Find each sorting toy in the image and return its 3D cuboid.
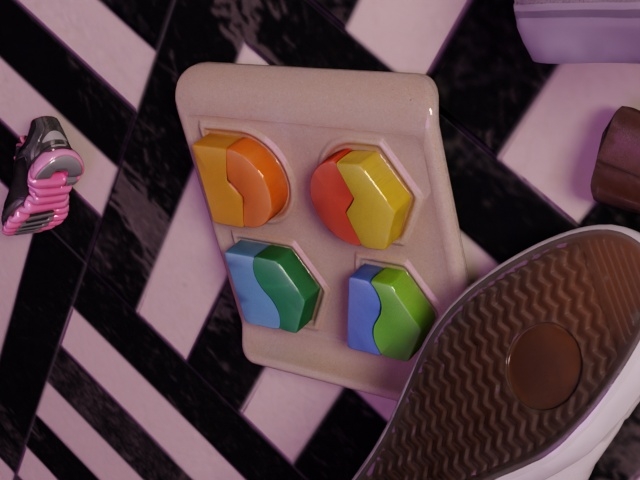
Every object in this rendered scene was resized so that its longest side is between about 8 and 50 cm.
[{"bbox_3d":[0.000,0.000,0.719,0.193,0.038,0.208,10,121,38],"label":"sorting toy"}]

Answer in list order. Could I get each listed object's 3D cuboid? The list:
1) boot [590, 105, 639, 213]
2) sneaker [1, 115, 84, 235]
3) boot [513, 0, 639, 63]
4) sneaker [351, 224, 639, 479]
[{"bbox_3d":[0.176,-0.044,0.538,0.114,0.037,0.106,29,130,31],"label":"boot"},{"bbox_3d":[-0.210,-0.048,0.882,0.119,0.047,0.057,-48,61,46],"label":"sneaker"},{"bbox_3d":[0.139,-0.131,0.424,0.258,0.095,0.123,14,124,64],"label":"boot"},{"bbox_3d":[0.108,0.107,0.666,0.290,0.123,0.106,-54,49,27],"label":"sneaker"}]
